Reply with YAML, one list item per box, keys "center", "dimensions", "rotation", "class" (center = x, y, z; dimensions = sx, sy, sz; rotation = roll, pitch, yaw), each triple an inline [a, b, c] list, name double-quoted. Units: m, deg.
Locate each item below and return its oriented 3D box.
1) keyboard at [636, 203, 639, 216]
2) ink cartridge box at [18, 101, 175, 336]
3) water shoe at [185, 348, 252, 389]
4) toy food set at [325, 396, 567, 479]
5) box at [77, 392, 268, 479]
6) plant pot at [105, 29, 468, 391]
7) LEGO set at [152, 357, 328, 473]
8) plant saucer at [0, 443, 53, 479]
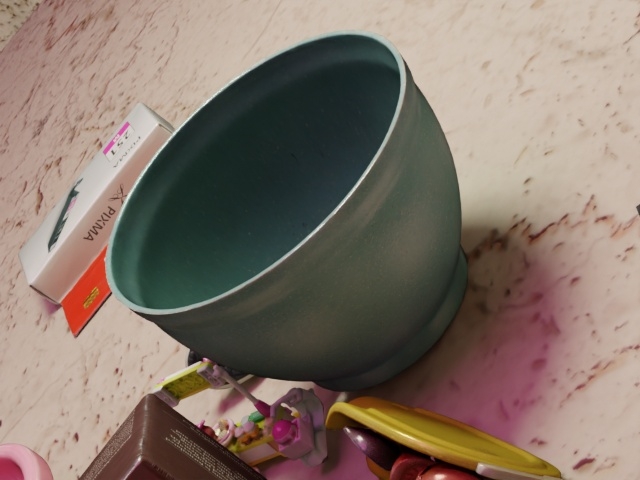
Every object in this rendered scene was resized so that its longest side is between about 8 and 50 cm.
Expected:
- center: [0.296, -0.062, 0.958]
  dimensions: [0.180, 0.023, 0.108]
  rotation: [-39, 29, 24]
  class: "keyboard"
- center: [-0.276, -0.034, 1.809]
  dimensions: [0.275, 0.060, 0.239]
  rotation: [-51, 25, 3]
  class: "ink cartridge box"
- center: [-0.048, 0.059, 1.335]
  dimensions: [0.203, 0.073, 0.080]
  rotation: [-49, 0, 7]
  class: "water shoe"
- center: [0.084, 0.163, 0.922]
  dimensions: [0.218, 0.128, 0.071]
  rotation: [18, 92, 58]
  class: "toy food set"
- center: [-0.114, 0.242, 1.022]
  dimensions: [0.167, 0.168, 0.203]
  rotation: [-51, 8, 2]
  class: "box"
- center: [0.000, 0.000, 1.141]
  dimensions: [0.293, 0.196, 0.293]
  rotation: [-29, 34, 22]
  class: "plant pot"
- center: [-0.126, 0.197, 1.198]
  dimensions: [0.287, 0.107, 0.132]
  rotation: [-38, 26, 16]
  class: "LEGO set"
- center: [-0.363, 0.369, 1.418]
  dimensions: [0.332, 0.084, 0.332]
  rotation: [-38, 30, 27]
  class: "plant saucer"
